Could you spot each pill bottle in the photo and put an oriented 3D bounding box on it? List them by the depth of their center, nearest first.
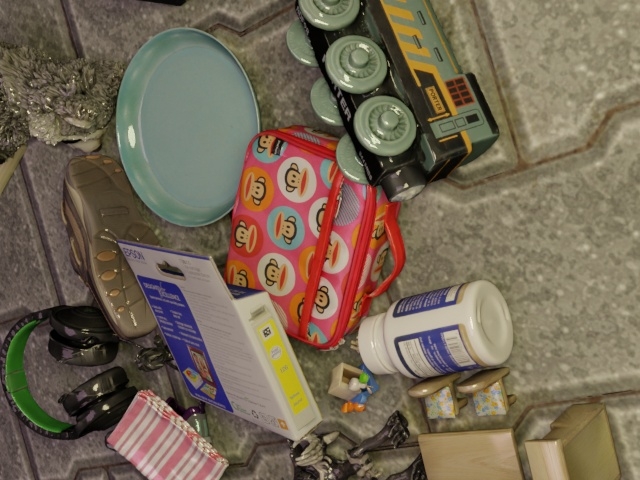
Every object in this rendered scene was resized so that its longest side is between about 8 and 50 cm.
[{"bbox_3d":[0.148,0.124,1.114,0.187,0.112,0.111,-17,88,37],"label":"pill bottle"}]

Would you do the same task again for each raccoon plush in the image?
[{"bbox_3d":[-0.547,-0.287,1.387,0.299,0.446,0.216,-11,58,36],"label":"raccoon plush"}]

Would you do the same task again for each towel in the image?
[{"bbox_3d":[-0.262,0.359,1.418,0.197,0.029,0.144,40,118,9],"label":"towel"}]

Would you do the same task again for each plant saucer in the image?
[{"bbox_3d":[-0.210,-0.182,1.361,0.318,0.044,0.317,7,103,34],"label":"plant saucer"}]

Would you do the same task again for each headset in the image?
[{"bbox_3d":[-0.419,0.231,1.496,0.395,0.185,0.243,-13,91,20],"label":"headset"}]

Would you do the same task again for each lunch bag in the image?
[{"bbox_3d":[0.000,0.000,1.202,0.258,0.120,0.293,24,114,27],"label":"lunch bag"}]

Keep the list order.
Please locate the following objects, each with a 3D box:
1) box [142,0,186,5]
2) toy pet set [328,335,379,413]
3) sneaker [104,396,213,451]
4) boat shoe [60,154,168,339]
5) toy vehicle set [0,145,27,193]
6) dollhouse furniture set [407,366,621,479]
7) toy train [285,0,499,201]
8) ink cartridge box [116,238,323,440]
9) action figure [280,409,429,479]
[{"bbox_3d":[-0.230,-0.552,1.226,0.296,0.183,0.293,-28,80,35],"label":"box"},{"bbox_3d":[0.064,0.204,1.202,0.114,0.065,0.122,-45,27,48],"label":"toy pet set"},{"bbox_3d":[-0.288,0.326,1.495,0.224,0.083,0.098,-5,85,25],"label":"sneaker"},{"bbox_3d":[-0.361,0.019,1.455,0.130,0.132,0.355,-50,53,46],"label":"boat shoe"},{"bbox_3d":[-0.708,-0.162,1.727,0.166,0.035,0.267,53,123,17],"label":"toy vehicle set"},{"bbox_3d":[0.225,0.281,1.055,0.242,0.161,0.212,-14,90,37],"label":"dollhouse furniture set"},{"bbox_3d":[0.085,-0.213,1.061,0.142,0.190,0.333,123,127,-68],"label":"toy train"},{"bbox_3d":[-0.157,0.129,1.260,0.304,0.072,0.307,8,123,52],"label":"ink cartridge box"},{"bbox_3d":[0.024,0.346,1.227,0.276,0.141,0.164,-33,80,32],"label":"action figure"}]
